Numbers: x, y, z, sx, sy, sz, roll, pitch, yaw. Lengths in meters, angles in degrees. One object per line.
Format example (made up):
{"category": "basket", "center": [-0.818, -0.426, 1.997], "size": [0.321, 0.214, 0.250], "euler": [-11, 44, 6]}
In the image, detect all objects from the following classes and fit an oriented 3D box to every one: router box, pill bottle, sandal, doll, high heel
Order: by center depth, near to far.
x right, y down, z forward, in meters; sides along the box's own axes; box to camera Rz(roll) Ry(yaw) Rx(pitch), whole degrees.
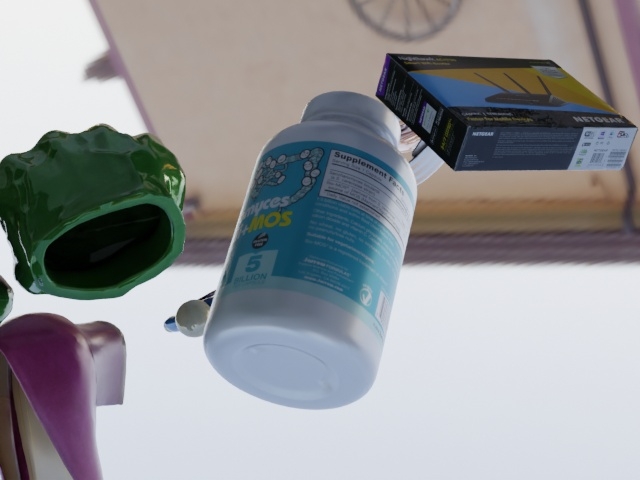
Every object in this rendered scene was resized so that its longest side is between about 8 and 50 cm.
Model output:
{"category": "router box", "center": [0.154, -0.108, 1.131], "size": [0.179, 0.046, 0.133], "euler": [-2, -147, -31]}
{"category": "high heel", "center": [-0.242, 0.249, 1.146], "size": [0.127, 0.377, 0.181], "euler": [-3, 177, 21]}
{"category": "pill bottle", "center": [0.000, 0.000, 1.152], "size": [0.146, 0.146, 0.264], "euler": [-6, -129, 28]}
{"category": "doll", "center": [-0.103, 0.068, 1.381], "size": [0.129, 0.046, 0.189], "euler": [-16, -175, 16]}
{"category": "sandal", "center": [0.103, -0.099, 1.491], "size": [0.102, 0.076, 0.265], "euler": [-25, 174, 17]}

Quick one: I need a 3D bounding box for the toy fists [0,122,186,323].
{"category": "toy fists", "center": [-0.222, 0.010, 0.931], "size": [0.279, 0.096, 0.142], "euler": [-28, -141, -3]}
